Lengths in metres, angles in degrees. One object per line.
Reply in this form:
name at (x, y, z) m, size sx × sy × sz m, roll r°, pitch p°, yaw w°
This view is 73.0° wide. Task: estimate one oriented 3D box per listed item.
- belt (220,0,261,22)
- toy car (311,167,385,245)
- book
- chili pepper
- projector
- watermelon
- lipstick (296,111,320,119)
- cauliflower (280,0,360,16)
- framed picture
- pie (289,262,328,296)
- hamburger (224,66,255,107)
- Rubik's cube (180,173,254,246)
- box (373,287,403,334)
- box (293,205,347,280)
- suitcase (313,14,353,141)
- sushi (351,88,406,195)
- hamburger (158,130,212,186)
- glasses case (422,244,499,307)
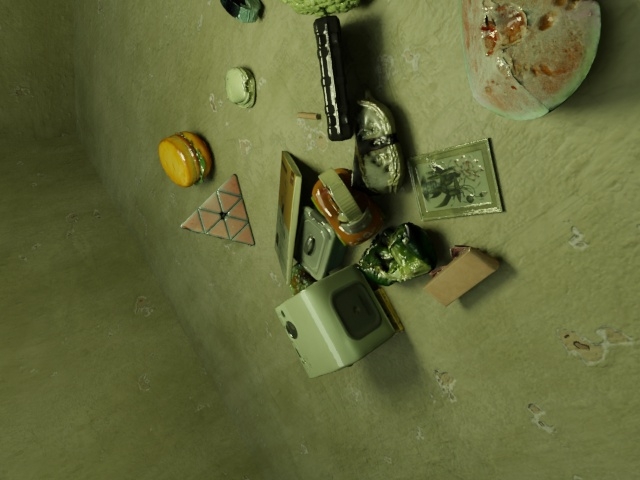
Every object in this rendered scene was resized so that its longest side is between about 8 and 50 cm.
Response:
belt at (-0.247, -0.736, 1.342) m, size 0.140 × 0.105 × 0.058 m, roll 52°, pitch 144°, yaw 11°
toy car at (0.064, -0.102, 1.164) m, size 0.235 × 0.145 × 0.235 m, roll 54°, pitch -175°, yaw -8°
book at (-0.115, -0.079, 1.456) m, size 0.269 × 0.032 × 0.388 m, roll -118°, pitch 31°, yaw -59°
chili pepper at (0.214, 0.037, 1.183) m, size 0.148 × 0.116 × 0.264 m, roll 54°, pitch 143°, yaw -1°
projector at (0.040, 0.245, 1.329) m, size 0.249 × 0.248 × 0.249 m, roll -37°, pitch 79°, yaw 49°
watermelon at (0.364, -0.371, 0.777) m, size 0.175 × 0.188 × 0.321 m, roll -13°, pitch 91°, yaw 7°
lipstick at (-0.037, -0.384, 1.334) m, size 0.094 × 0.019 × 0.019 m, roll 22°, pitch 124°, yaw 44°
cauliflower at (-0.011, -0.682, 1.036) m, size 0.250 × 0.275 × 0.272 m, roll -54°, pitch 24°, yaw 9°
framed picture at (0.314, -0.138, 1.038) m, size 0.231 × 0.010 × 0.173 m, roll -6°, pitch 103°, yaw 52°
pie at (-0.034, 0.182, 1.587) m, size 0.241 × 0.054 × 0.240 m, roll 23°, pitch 124°, yaw 40°
hamburger at (-0.284, -0.539, 1.521) m, size 0.133 × 0.062 × 0.140 m, roll 33°, pitch 129°, yaw 35°
Rubik's cube at (-0.419, -0.108, 1.833) m, size 0.228 × 0.233 × 0.228 m, roll -9°, pitch 147°, yaw 16°
box at (0.201, 0.225, 1.350) m, size 0.073 × 0.020 × 0.149 m, roll -35°, pitch 80°, yaw 51°
box at (0.000, 0.000, 1.392) m, size 0.162 × 0.130 × 0.227 m, roll 41°, pitch 137°, yaw 30°
suitcase at (0.035, -0.405, 1.109) m, size 0.206 × 0.066 × 0.285 m, roll -82°, pitch -16°, yaw -72°
sushi at (0.160, -0.252, 1.103) m, size 0.109 × 0.134 × 0.272 m, roll 4°, pitch 93°, yaw 30°
hamburger at (-0.571, -0.355, 1.873) m, size 0.246 × 0.170 × 0.246 m, roll 29°, pitch 138°, yaw 29°
glasses case at (0.332, 0.071, 1.059) m, size 0.102 × 0.070 × 0.193 m, roll 39°, pitch 136°, yaw 4°
